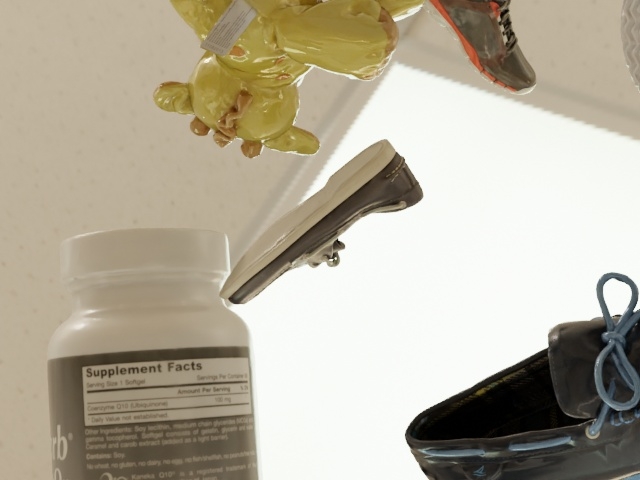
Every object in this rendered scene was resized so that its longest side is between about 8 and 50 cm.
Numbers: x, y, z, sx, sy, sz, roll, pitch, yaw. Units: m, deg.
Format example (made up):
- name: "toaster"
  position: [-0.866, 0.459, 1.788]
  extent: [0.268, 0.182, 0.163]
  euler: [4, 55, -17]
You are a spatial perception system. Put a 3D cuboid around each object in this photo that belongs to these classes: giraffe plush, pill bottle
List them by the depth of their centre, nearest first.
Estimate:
- name: "giraffe plush"
  position: [-0.039, -0.146, 0.981]
  extent: [0.181, 0.170, 0.210]
  euler: [41, -124, 13]
- name: "pill bottle"
  position: [-0.166, 0.178, 1.275]
  extent: [0.210, 0.210, 0.363]
  euler: [-6, -98, 9]

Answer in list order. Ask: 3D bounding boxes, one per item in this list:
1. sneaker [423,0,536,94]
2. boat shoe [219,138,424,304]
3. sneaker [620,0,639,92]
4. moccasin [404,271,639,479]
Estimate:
- name: "sneaker"
  position: [0.165, -0.209, 1.236]
  extent: [0.065, 0.158, 0.061]
  euler: [-37, -162, 32]
- name: "boat shoe"
  position: [0.000, 0.000, 1.098]
  extent: [0.206, 0.065, 0.075]
  euler: [-40, -164, 17]
- name: "sneaker"
  position: [0.346, -0.120, 0.638]
  extent: [0.210, 0.137, 0.365]
  euler: [-15, -170, -39]
- name: "moccasin"
  position: [0.209, 0.119, 0.968]
  extent: [0.342, 0.117, 0.138]
  euler: [-37, -154, 25]
